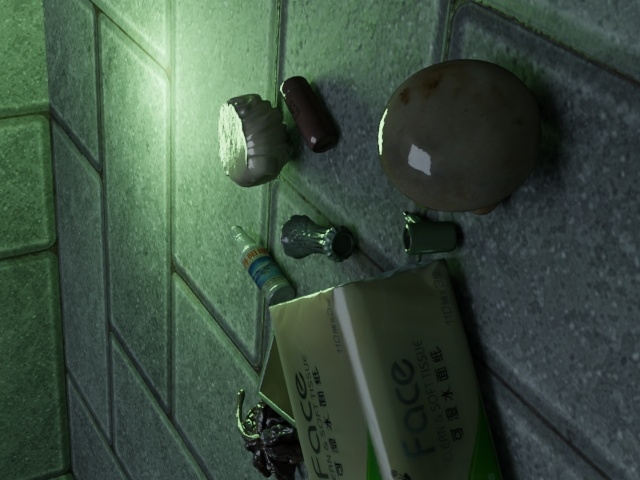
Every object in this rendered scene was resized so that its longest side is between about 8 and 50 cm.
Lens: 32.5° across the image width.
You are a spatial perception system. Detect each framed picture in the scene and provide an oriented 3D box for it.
[{"bbox_3d":[-0.068,0.269,2.156,0.183,0.011,0.142,26,103,58],"label":"framed picture"}]

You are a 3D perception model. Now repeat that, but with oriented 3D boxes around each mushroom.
[{"bbox_3d":[0.183,-0.115,1.390,0.207,0.207,0.215,54,179,38],"label":"mushroom"}]

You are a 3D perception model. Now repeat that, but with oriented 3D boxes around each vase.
[{"bbox_3d":[0.000,0.000,1.891,0.148,0.081,0.081,10,110,57],"label":"vase"}]

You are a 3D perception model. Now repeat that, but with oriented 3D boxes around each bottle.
[{"bbox_3d":[-0.122,0.047,2.160,0.217,0.060,0.060,51,143,41],"label":"bottle"},{"bbox_3d":[-0.021,-0.215,1.859,0.140,0.053,0.053,64,150,26],"label":"bottle"}]

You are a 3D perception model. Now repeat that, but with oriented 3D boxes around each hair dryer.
[{"bbox_3d":[0.147,-0.018,1.624,0.150,0.071,0.047,-127,36,-70],"label":"hair dryer"}]

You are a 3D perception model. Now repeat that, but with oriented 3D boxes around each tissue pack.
[{"bbox_3d":[0.094,0.255,1.670,0.332,0.205,0.405,156,101,-67],"label":"tissue pack"}]

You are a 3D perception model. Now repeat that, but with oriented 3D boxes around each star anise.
[{"bbox_3d":[-0.112,0.397,2.258,0.231,0.089,0.209,10,103,49],"label":"star anise"}]

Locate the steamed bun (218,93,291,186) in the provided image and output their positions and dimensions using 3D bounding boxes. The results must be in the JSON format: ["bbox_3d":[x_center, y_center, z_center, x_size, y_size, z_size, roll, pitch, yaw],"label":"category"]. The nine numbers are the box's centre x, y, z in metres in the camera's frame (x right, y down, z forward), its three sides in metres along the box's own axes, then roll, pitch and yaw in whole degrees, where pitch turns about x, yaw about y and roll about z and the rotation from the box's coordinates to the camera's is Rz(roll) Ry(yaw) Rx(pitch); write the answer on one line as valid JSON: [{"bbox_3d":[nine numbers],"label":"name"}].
[{"bbox_3d":[-0.114,-0.184,1.998,0.183,0.106,0.183,30,124,59],"label":"steamed bun"}]

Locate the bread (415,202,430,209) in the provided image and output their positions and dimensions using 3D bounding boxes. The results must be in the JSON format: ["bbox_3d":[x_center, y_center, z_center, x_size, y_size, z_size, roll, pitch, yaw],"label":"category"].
[{"bbox_3d":[0.161,-0.101,1.537,0.139,0.071,0.130,-5,101,63],"label":"bread"}]
